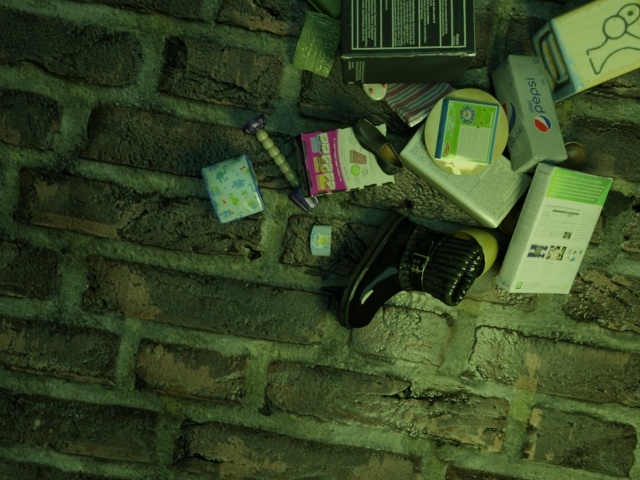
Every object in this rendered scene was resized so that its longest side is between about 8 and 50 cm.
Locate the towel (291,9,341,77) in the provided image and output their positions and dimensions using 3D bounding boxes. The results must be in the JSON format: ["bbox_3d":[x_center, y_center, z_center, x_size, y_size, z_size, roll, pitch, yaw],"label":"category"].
[{"bbox_3d":[-0.006,-0.502,1.421,0.110,0.027,0.148,17,117,-3],"label":"towel"}]

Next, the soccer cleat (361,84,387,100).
[{"bbox_3d":[0.115,-0.448,1.422,0.068,0.076,0.196,-25,90,-6],"label":"soccer cleat"}]

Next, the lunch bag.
[{"bbox_3d":[-0.222,-0.129,1.433,0.129,0.096,0.151,-19,84,1],"label":"lunch bag"}]

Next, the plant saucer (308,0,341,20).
[{"bbox_3d":[0.039,-0.671,1.422,0.188,0.045,0.188,-44,93,3],"label":"plant saucer"}]

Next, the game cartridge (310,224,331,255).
[{"bbox_3d":[0.000,0.000,1.484,0.056,0.017,0.083,2,94,3],"label":"game cartridge"}]

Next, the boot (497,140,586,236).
[{"bbox_3d":[0.589,-0.130,1.430,0.112,0.115,0.305,40,92,-1],"label":"boot"}]

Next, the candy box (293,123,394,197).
[{"bbox_3d":[0.060,-0.202,1.406,0.234,0.071,0.159,-10,94,-20],"label":"candy box"}]

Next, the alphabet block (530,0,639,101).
[{"bbox_3d":[0.661,-0.473,1.357,0.197,0.193,0.192,-21,95,8],"label":"alphabet block"}]

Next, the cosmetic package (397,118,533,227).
[{"bbox_3d":[0.362,-0.185,1.425,0.309,0.113,0.160,38,92,-2],"label":"cosmetic package"}]

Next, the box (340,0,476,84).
[{"bbox_3d":[0.195,-0.531,1.289,0.294,0.183,0.296,0,85,4],"label":"box"}]

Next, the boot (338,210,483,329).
[{"bbox_3d":[0.219,0.115,1.381,0.260,0.131,0.347,29,93,27],"label":"boot"}]

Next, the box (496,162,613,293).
[{"bbox_3d":[0.583,-0.022,1.384,0.232,0.058,0.321,5,110,-31],"label":"box"}]

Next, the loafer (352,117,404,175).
[{"bbox_3d":[0.148,-0.236,1.367,0.170,0.061,0.062,46,75,-15],"label":"loafer"}]

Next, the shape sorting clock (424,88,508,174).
[{"bbox_3d":[0.352,-0.262,1.344,0.206,0.040,0.206,-2,102,-8],"label":"shape sorting clock"}]

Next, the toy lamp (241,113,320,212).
[{"bbox_3d":[-0.097,-0.194,1.440,0.080,0.080,0.274,-36,91,2],"label":"toy lamp"}]

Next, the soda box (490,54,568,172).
[{"bbox_3d":[0.512,-0.313,1.374,0.098,0.091,0.286,-3,73,-15],"label":"soda box"}]

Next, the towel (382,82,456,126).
[{"bbox_3d":[0.234,-0.379,1.396,0.144,0.029,0.197,-35,52,3],"label":"towel"}]

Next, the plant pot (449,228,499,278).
[{"bbox_3d":[0.407,0.024,1.441,0.095,0.134,0.134,-21,94,-30],"label":"plant pot"}]
